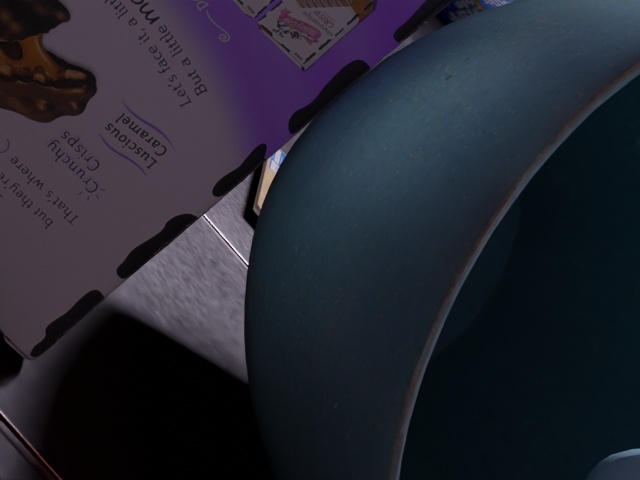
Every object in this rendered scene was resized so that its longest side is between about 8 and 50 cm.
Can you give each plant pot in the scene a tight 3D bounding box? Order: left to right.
[{"bbox_3d":[0.083,0.025,0.763,0.290,0.290,0.195,38,-5,-42],"label":"plant pot"}]

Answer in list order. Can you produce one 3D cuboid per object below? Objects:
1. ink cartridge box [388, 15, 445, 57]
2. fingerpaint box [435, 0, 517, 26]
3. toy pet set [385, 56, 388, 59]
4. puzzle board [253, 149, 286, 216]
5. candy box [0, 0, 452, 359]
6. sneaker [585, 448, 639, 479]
[{"bbox_3d":[0.148,0.006,1.394,0.324,0.071,0.330,44,21,-26],"label":"ink cartridge box"},{"bbox_3d":[0.170,-0.193,1.544,0.371,0.163,0.445,43,-5,-29],"label":"fingerpaint box"},{"bbox_3d":[0.017,-0.148,1.373,0.114,0.122,0.065,34,-24,24],"label":"toy pet set"},{"bbox_3d":[0.000,0.000,1.057,0.096,0.011,0.128,46,13,-12],"label":"puzzle board"},{"bbox_3d":[-0.077,-0.087,0.627,0.165,0.196,0.070,46,14,-18],"label":"candy box"},{"bbox_3d":[0.148,0.219,0.637,0.319,0.127,0.208,43,57,-43],"label":"sneaker"}]
